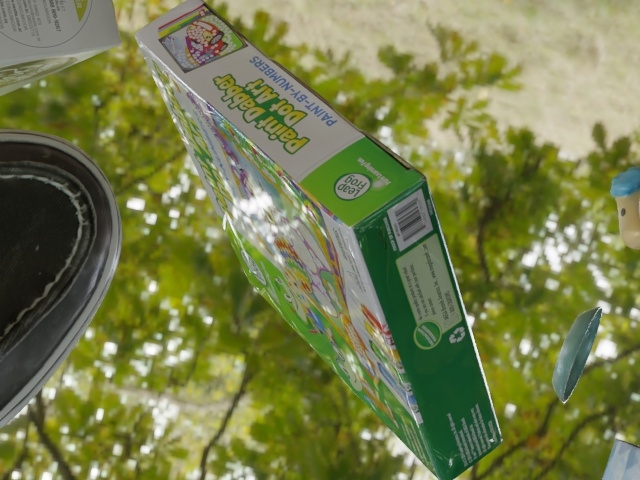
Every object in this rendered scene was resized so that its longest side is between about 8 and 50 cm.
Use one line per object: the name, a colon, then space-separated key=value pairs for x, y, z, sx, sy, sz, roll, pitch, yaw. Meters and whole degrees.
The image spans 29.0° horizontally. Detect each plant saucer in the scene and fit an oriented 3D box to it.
plant saucer: x=0.291 y=0.128 z=1.418 sx=0.021 sy=0.119 sz=0.119 roll=21 pitch=-159 yaw=20

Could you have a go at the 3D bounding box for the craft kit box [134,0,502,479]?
craft kit box: x=0.000 y=0.000 z=0.778 sx=0.061 sy=0.250 sz=0.246 roll=-33 pitch=-135 yaw=-11

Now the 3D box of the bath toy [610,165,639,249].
bath toy: x=0.431 y=-0.077 z=1.262 sx=0.151 sy=0.129 sz=0.348 roll=-23 pitch=173 yaw=-23

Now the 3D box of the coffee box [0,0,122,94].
coffee box: x=-0.445 y=-0.290 z=1.186 sx=0.334 sy=0.338 sz=0.337 roll=-18 pitch=-175 yaw=-43

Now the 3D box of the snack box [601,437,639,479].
snack box: x=0.307 y=0.284 z=1.105 sx=0.070 sy=0.175 sz=0.207 roll=15 pitch=172 yaw=40

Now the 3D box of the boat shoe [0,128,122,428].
boat shoe: x=-0.164 y=0.038 z=0.366 sx=0.306 sy=0.113 sz=0.105 roll=-28 pitch=-176 yaw=-42
